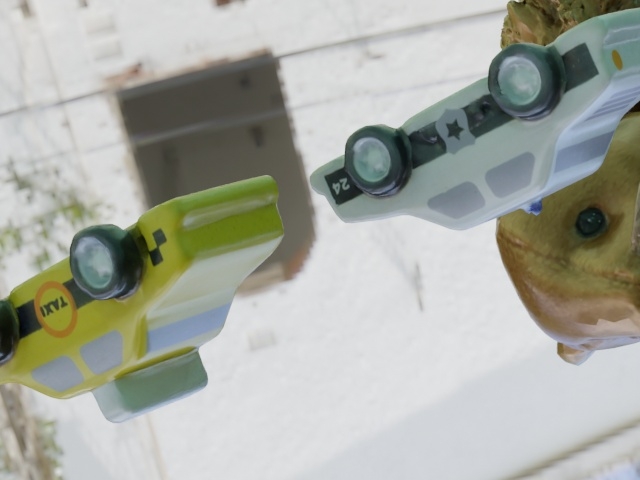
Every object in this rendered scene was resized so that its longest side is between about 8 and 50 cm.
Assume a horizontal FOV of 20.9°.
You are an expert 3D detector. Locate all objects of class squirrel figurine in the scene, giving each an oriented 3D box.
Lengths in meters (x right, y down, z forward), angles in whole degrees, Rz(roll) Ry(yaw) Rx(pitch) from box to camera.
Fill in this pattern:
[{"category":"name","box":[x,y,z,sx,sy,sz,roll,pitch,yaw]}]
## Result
[{"category":"squirrel figurine","box":[0.272,-0.078,1.180,0.370,0.281,0.397,-34,-150,0]}]

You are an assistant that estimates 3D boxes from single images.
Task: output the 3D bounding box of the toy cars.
[{"category":"toy cars","box":[0.000,0.000,0.853,0.394,0.087,0.176,-24,176,-5]}]
